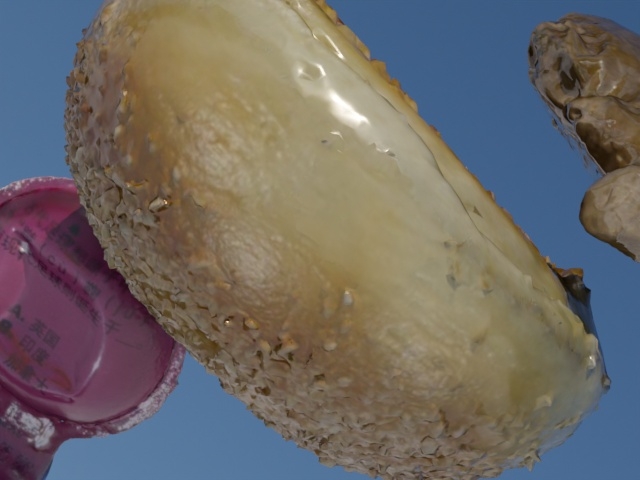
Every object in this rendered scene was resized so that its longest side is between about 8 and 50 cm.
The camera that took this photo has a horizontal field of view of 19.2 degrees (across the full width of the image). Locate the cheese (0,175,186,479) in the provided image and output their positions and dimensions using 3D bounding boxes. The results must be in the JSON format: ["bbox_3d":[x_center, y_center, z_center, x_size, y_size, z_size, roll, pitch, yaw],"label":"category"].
[{"bbox_3d":[-0.158,0.065,1.064,0.155,0.062,0.244,36,-66,10],"label":"cheese"}]

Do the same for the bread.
[{"bbox_3d":[0.000,0.000,0.886,0.305,0.159,0.305,45,0,0],"label":"bread"}]

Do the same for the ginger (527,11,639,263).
[{"bbox_3d":[0.180,-0.045,0.977,0.166,0.080,0.333,30,14,-16],"label":"ginger"}]
